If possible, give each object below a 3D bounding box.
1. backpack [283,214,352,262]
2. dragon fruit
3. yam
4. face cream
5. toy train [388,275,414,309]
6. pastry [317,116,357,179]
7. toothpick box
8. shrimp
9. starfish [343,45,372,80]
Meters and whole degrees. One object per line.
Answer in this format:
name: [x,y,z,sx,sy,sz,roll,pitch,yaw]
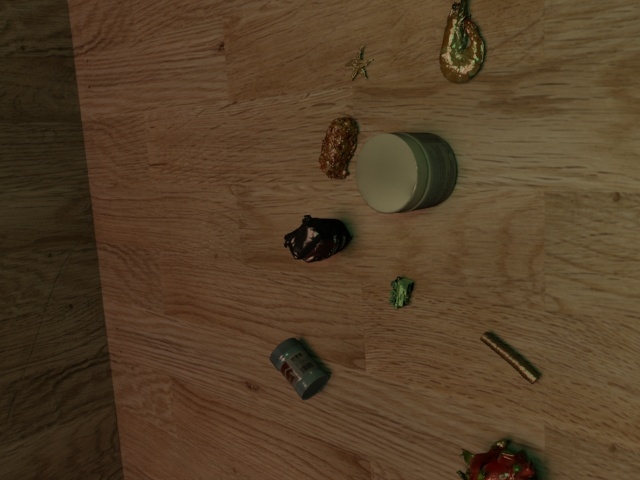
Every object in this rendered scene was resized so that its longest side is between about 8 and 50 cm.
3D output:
backpack: [0.003,-0.002,1.623,0.120,0.165,0.105,-49,57,36]
dragon fruit: [0.377,0.516,1.400,0.236,0.135,0.137,-4,103,63]
yam: [0.408,0.250,1.372,0.145,0.032,0.032,41,126,30]
face cream: [0.190,-0.151,1.414,0.177,0.153,0.177,10,104,43]
toy train: [0.197,0.130,1.556,0.053,0.033,0.083,19,112,38]
pastry: [0.037,-0.231,1.614,0.087,0.063,0.169,31,119,34]
toothpick box: [-0.062,0.365,1.821,0.153,0.101,0.101,45,127,29]
shrimp: [0.294,-0.419,1.327,0.099,0.041,0.180,16,109,41]
starfish: [0.089,-0.431,1.550,0.086,0.016,0.092,34,127,34]
